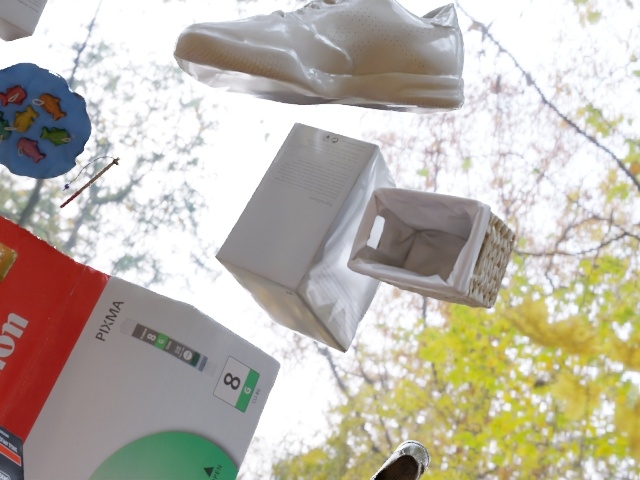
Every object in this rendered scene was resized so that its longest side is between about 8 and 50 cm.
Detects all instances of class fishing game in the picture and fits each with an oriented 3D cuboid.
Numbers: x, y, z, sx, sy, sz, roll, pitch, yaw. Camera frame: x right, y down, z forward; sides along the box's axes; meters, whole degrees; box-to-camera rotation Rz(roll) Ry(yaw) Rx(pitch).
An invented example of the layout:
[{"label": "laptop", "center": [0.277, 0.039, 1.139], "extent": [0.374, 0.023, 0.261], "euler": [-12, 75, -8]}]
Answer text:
[{"label": "fishing game", "center": [-0.439, -0.175, 1.307], "extent": [0.189, 0.041, 0.264], "euler": [-35, -70, 18]}]

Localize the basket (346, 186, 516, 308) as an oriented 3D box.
[{"label": "basket", "center": [0.135, 0.011, 1.031], "extent": [0.167, 0.113, 0.103], "euler": [11, -13, 44]}]

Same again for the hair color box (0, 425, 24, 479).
[{"label": "hair color box", "center": [-0.150, 0.137, 0.341], "extent": [0.043, 0.141, 0.072], "euler": [-17, -34, 2]}]

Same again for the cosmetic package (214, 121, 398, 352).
[{"label": "cosmetic package", "center": [0.000, 0.000, 1.185], "extent": [0.138, 0.224, 0.224], "euler": [19, -20, 27]}]

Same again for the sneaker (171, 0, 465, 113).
[{"label": "sneaker", "center": [0.003, -0.141, 0.587], "extent": [0.212, 0.094, 0.080], "euler": [2, 3, -27]}]

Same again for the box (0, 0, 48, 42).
[{"label": "box", "center": [-0.415, -0.318, 1.106], "extent": [0.101, 0.087, 0.102], "euler": [27, -12, -38]}]

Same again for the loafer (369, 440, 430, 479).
[{"label": "loafer", "center": [0.070, 0.293, 0.980], "extent": [0.056, 0.148, 0.050], "euler": [29, -5, 19]}]

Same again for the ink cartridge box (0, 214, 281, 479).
[{"label": "ink cartridge box", "center": [-0.146, 0.105, 0.530], "extent": [0.225, 0.181, 0.056], "euler": [38, -29, -31]}]
